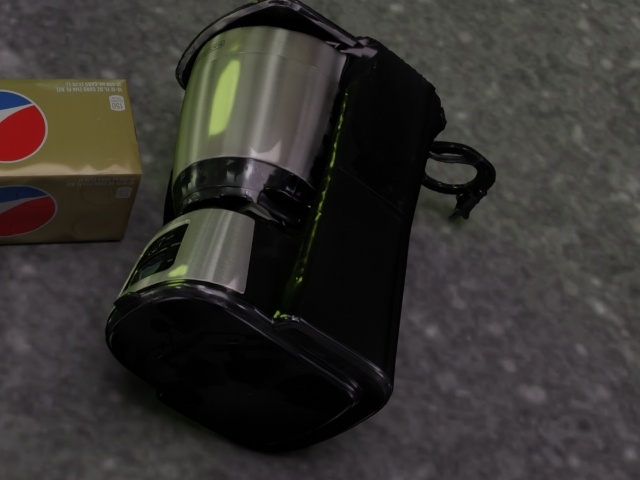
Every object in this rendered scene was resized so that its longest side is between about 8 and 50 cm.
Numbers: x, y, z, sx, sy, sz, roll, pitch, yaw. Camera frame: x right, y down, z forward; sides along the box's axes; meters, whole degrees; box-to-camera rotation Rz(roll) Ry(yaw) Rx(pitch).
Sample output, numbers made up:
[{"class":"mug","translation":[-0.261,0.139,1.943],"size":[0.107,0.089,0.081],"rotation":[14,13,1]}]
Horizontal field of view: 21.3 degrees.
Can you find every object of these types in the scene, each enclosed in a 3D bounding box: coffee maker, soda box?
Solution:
[{"class":"coffee maker","translation":[0.000,0.000,0.789],"size":[0.171,0.120,0.178],"rotation":[17,55,-7]},{"class":"soda box","translation":[-0.179,-0.036,0.791],"size":[0.181,0.061,0.058],"rotation":[-2,59,-19]}]
